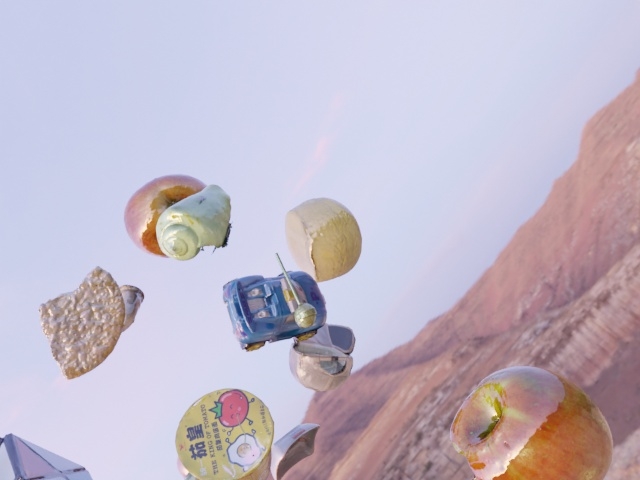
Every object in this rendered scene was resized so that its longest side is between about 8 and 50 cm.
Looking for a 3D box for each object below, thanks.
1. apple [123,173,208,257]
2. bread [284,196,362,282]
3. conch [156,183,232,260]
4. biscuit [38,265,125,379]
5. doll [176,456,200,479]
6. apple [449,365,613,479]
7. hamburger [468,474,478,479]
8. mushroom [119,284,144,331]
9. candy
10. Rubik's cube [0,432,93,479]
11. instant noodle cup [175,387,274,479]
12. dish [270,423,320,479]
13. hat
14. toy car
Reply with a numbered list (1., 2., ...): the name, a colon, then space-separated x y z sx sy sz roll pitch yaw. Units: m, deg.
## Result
1. apple: -0.493 -0.085 2.145 0.309 0.277 0.250 -43 -13 -5
2. bread: 0.010 -0.003 2.486 0.237 0.321 0.321 -17 -33 -27
3. conch: -0.293 -0.042 1.603 0.250 0.143 0.137 -33 -54 -52
4. biscuit: -0.546 0.184 1.481 0.040 0.188 0.266 132 154 -68
5. doll: -0.306 0.647 1.878 0.268 0.216 0.284 -53 -6 -12
6. apple: 0.358 0.342 1.095 0.246 0.226 0.246 -53 14 19
7. hamburger: 0.564 0.830 2.152 0.182 0.118 0.191 -48 -32 -1
8. mushroom: -0.565 0.198 1.877 0.071 0.084 0.209 -46 20 14
9. candy: -0.069 0.121 1.598 0.061 0.203 0.061 -25 -13 -6
10. Rubik's cube: -0.665 0.627 1.458 0.246 0.250 0.248 44 -104 -33
11. instant noodle cup: -0.169 0.395 1.229 0.182 0.182 0.144 -41 -33 -26
12. dish: -0.102 0.735 2.298 0.212 0.077 0.151 -26 -44 -47
13. hat: -0.018 0.321 1.895 0.232 0.275 0.161 19 -63 -33
14. toy car: -0.104 0.166 1.703 0.314 0.198 0.166 -5 -22 -35
